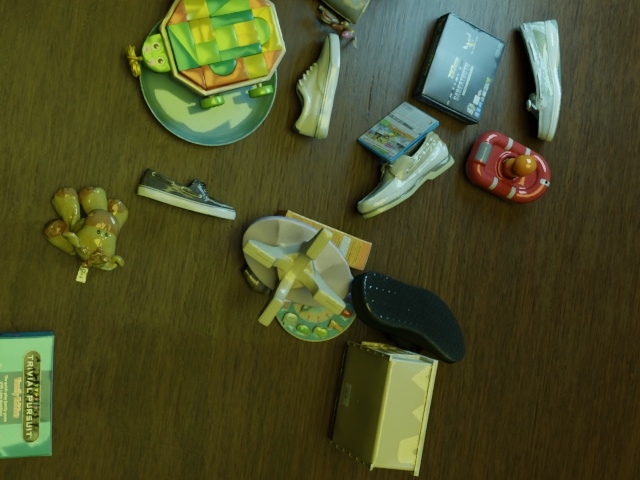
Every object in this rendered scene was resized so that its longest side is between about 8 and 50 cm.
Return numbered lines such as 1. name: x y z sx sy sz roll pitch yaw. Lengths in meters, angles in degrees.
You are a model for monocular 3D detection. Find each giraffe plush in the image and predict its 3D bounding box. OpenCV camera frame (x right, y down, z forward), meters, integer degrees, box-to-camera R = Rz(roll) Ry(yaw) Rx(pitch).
1. giraffe plush: -0.480 -0.010 1.717 0.181 0.170 0.210 -2 93 -22

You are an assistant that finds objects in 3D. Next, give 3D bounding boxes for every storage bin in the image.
1. storage bin: 0.136 0.384 1.935 0.123 0.260 0.262 10 88 -23

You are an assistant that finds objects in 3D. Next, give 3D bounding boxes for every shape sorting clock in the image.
1. shape sorting clock: -0.009 0.143 1.950 0.206 0.040 0.206 0 101 -1

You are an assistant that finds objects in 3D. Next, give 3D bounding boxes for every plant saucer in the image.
1. plant saucer: -0.255 -0.373 1.866 0.318 0.044 0.317 -1 92 -21

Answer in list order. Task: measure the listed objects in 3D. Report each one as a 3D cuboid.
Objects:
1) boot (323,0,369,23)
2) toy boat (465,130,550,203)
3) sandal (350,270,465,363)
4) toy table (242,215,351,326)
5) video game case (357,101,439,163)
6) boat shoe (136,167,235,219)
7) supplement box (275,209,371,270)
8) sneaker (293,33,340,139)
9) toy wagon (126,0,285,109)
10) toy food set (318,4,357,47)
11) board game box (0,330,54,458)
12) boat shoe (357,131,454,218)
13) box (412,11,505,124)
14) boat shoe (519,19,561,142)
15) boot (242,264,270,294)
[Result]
1. boot: 0.036 -0.645 1.957 0.209 0.076 0.189 22 96 -15
2. toy boat: 0.502 -0.187 2.122 0.231 0.151 0.151 24 83 -21
3. sandal: 0.206 0.190 2.016 0.446 0.107 0.167 30 49 -41
4. toy table: -0.052 0.064 1.823 0.274 0.161 0.252 23 104 -6
5. video game case: 0.191 -0.267 2.020 0.166 0.119 0.015 -39 144 -16
6. boat shoe: -0.294 -0.106 1.846 0.229 0.080 0.076 16 87 -14
7. supplement box: 0.000 0.000 1.965 0.233 0.078 0.080 20 84 -22
8. sneaker: -0.010 -0.370 1.940 0.091 0.094 0.258 10 81 -6
9. toy wagon: -0.251 -0.428 1.806 0.344 0.068 0.267 -18 98 -21
10. toy food set: 0.046 -0.516 1.970 0.122 0.019 0.078 34 35 -23
11. board game box: -0.725 0.319 1.679 0.336 0.079 0.253 1 91 -23
12. boat shoe: 0.195 -0.163 2.027 0.302 0.113 0.103 -37 104 -28
13. box: 0.356 -0.437 2.103 0.183 0.059 0.232 22 83 -20
14. boat shoe: 0.583 -0.420 2.179 0.103 0.118 0.320 -1 96 14
15. boot: -0.128 0.066 1.938 0.087 0.042 0.118 44 77 -24
